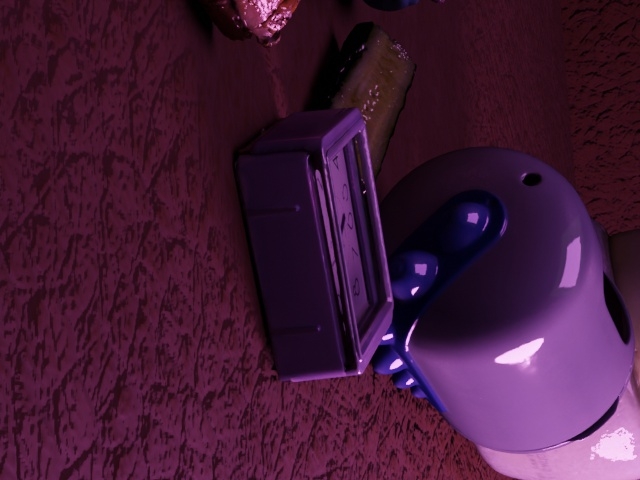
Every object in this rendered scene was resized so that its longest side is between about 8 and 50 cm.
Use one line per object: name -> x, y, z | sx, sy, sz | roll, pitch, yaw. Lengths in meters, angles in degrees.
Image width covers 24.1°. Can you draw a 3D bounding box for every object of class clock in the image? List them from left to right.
clock -> -0.001, 0.000, 1.199 | 0.145, 0.073, 0.193 | -52, 134, -68

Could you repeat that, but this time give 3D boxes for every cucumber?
cucumber -> 0.028, -0.115, 1.378 | 0.078, 0.062, 0.211 | 42, 39, -15

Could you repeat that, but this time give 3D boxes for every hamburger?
hamburger -> -0.056, -0.231, 1.065 | 0.102, 0.087, 0.176 | 15, 73, -74

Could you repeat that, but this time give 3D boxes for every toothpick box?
toothpick box -> 0.166, 0.061, 1.501 | 0.355, 0.263, 0.263 | 55, 33, -58

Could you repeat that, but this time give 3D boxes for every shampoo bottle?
shampoo bottle -> 0.313, 0.140, 1.827 | 0.322, 0.317, 0.323 | -17, 90, -75

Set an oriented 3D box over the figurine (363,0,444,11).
figurine -> 0.033, -0.298, 1.419 | 0.205, 0.103, 0.260 | 50, 14, 12
